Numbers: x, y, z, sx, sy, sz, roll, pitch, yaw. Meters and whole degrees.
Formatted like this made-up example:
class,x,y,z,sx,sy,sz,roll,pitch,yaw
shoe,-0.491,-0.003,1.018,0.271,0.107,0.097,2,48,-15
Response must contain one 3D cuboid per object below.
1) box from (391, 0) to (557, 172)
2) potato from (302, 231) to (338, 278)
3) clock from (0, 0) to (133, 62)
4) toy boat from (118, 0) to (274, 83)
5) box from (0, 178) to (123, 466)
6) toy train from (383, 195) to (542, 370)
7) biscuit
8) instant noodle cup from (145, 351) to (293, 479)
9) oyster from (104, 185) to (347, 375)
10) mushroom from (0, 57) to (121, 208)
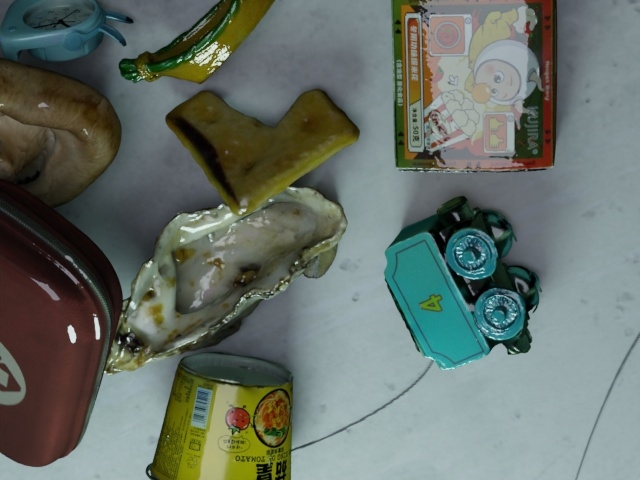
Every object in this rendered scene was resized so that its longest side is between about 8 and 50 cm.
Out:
class,x,y,z,sx,sy,sz,roll,pitch,yaw
box,0.173,-0.185,1.767,0.178,0.148,0.194,1,104,8
potato,-0.001,0.000,1.906,0.037,0.036,0.093,10,87,44
clock,-0.295,-0.248,1.858,0.147,0.108,0.045,-2,127,5
toy boat,-0.134,-0.249,1.834,0.088,0.089,0.229,39,111,-16
box,-0.363,0.104,1.858,0.263,0.108,0.404,34,140,11
toy train,0.164,0.054,1.854,0.154,0.107,0.198,-22,99,22
biscuit,-0.067,-0.131,1.858,0.183,0.039,0.174,-31,61,-7
instant noodle cup,-0.110,0.220,1.910,0.182,0.182,0.144,10,98,7
oyster,-0.124,0.045,1.896,0.166,0.110,0.341,42,104,5
mushroom,-0.375,-0.123,1.846,0.278,0.146,0.278,-2,145,-2
